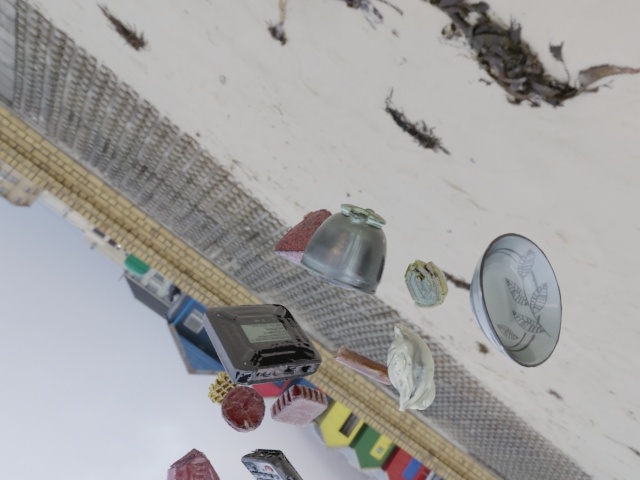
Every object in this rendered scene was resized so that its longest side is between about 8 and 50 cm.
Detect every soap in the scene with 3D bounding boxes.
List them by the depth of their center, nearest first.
[{"bbox_3d":[-0.424,0.849,1.774,0.182,0.288,0.112,9,163,-34],"label":"soap"}]

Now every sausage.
[{"bbox_3d":[0.193,0.543,2.315,0.303,0.076,0.103,27,171,-12],"label":"sausage"}]

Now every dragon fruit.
[{"bbox_3d":[0.000,0.000,1.989,0.152,0.204,0.317,38,159,-29],"label":"dragon fruit"}]

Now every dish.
[{"bbox_3d":[0.444,0.142,1.265,0.316,0.316,0.106,41,148,-23],"label":"dish"}]

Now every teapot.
[{"bbox_3d":[0.115,0.021,1.568,0.240,0.239,0.322,27,-174,39],"label":"teapot"}]

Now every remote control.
[{"bbox_3d":[-0.044,0.674,1.352,0.145,0.062,0.398,-16,114,41],"label":"remote control"}]

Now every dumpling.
[{"bbox_3d":[0.361,0.468,1.965,0.243,0.317,0.187,20,154,-38],"label":"dumpling"}]

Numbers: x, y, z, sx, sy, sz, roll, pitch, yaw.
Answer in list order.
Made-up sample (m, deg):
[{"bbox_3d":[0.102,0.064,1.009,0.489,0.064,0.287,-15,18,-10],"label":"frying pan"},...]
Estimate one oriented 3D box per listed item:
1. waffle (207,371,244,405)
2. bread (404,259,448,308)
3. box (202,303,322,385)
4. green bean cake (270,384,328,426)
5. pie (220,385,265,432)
[{"bbox_3d":[-0.346,0.556,2.044,0.161,0.191,0.046,8,-153,-35],"label":"waffle"},{"bbox_3d":[0.316,0.130,1.610,0.118,0.064,0.156,-25,97,31],"label":"bread"},{"bbox_3d":[-0.169,0.287,1.544,0.290,0.073,0.289,2,-148,-35],"label":"box"},{"bbox_3d":[-0.063,0.484,1.560,0.135,0.135,0.056,29,-154,-32],"label":"green bean cake"},{"bbox_3d":[-0.253,0.549,1.734,0.155,0.154,0.036,35,142,9],"label":"pie"}]
